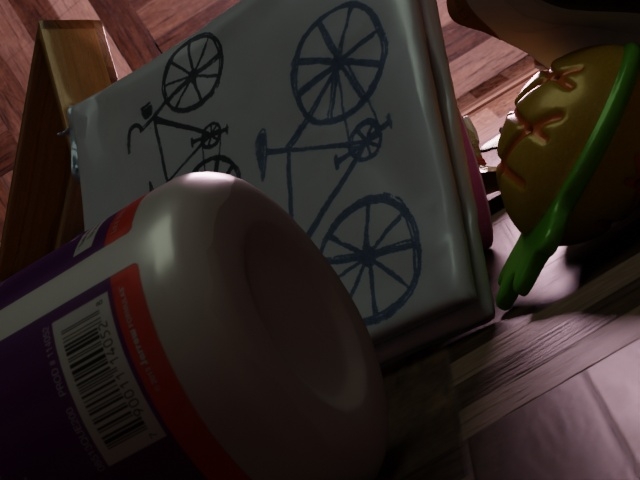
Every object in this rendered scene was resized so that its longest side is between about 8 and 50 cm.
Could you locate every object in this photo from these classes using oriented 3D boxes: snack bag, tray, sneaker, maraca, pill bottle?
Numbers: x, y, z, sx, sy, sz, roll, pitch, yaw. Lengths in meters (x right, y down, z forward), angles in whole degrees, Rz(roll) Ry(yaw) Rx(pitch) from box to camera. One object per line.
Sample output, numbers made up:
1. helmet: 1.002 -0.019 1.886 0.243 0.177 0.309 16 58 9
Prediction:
1. snack bag: -0.044 -0.026 1.277 0.343 0.323 0.037 -28 -33 30
2. tray: -0.275 -0.016 1.956 0.076 0.202 0.411 -4 -40 -20
3. sneaker: 0.217 -0.158 1.229 0.290 0.105 0.123 11 -16 -26
4. maraca: 0.154 -0.042 1.138 0.185 0.099 0.127 -64 -1 -17
5. pill bottle: -0.138 0.111 0.937 0.323 0.181 0.181 -30 5 21

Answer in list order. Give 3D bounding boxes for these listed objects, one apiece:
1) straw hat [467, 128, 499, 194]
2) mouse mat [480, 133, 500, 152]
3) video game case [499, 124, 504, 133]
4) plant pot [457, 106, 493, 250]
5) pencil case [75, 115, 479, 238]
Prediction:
1. straw hat: 0.114 -0.073 1.671 0.145 0.061 0.144 -11 -10 -2
2. mouse mat: 0.234 -0.127 1.717 0.153 0.007 0.190 -33 7 -9
3. video game case: 0.295 -0.152 1.813 0.248 0.035 0.275 -31 5 7
4. plant pot: 0.030 -0.030 1.418 0.180 0.201 0.201 -16 4 -3
5. pencil case: -0.040 -0.038 1.778 0.410 0.160 0.183 -34 -34 1
